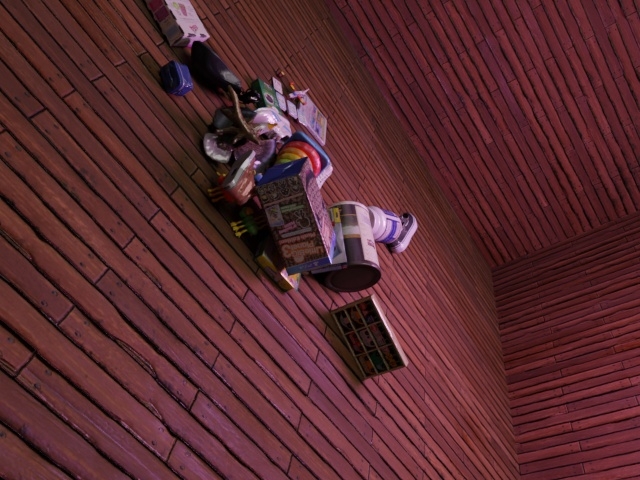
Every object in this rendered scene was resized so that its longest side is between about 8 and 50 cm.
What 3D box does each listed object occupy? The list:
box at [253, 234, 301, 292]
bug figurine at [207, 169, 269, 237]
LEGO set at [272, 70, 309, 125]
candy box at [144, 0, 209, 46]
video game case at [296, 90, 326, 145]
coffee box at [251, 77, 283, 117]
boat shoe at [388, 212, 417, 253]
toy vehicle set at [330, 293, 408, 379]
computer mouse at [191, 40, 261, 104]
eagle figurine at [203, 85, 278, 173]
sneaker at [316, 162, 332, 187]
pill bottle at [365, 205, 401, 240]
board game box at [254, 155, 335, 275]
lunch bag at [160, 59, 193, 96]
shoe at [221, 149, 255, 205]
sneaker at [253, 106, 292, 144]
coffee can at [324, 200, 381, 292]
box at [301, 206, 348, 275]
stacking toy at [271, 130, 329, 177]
[{"bbox_3d":[-0.128,0.080,1.634,0.179,0.043,0.105,48,29,-25],"label":"box"},{"bbox_3d":[-0.215,-0.120,1.621,0.279,0.072,0.216,-17,82,-64],"label":"bug figurine"},{"bbox_3d":[-0.120,-0.623,2.242,0.183,0.060,0.244,28,40,-41],"label":"LEGO set"},{"bbox_3d":[-0.481,-0.748,1.706,0.233,0.071,0.159,60,26,-6],"label":"candy box"},{"bbox_3d":[-0.039,-0.557,2.392,0.193,0.023,0.212,45,31,-32],"label":"video game case"},{"bbox_3d":[-0.203,-0.530,2.049,0.113,0.041,0.184,12,57,-58],"label":"coffee box"},{"bbox_3d":[0.403,-0.070,2.643,0.119,0.121,0.335,59,28,-20],"label":"boat shoe"},{"bbox_3d":[0.167,0.331,1.800,0.266,0.166,0.035,63,26,-1],"label":"toy vehicle set"},{"bbox_3d":[-0.331,-0.537,1.741,0.272,0.072,0.188,42,-9,-28],"label":"computer mouse"},{"bbox_3d":[-0.242,-0.339,1.692,0.298,0.225,0.226,-157,-99,-81],"label":"eagle figurine"},{"bbox_3d":[-0.010,-0.258,2.068,0.090,0.115,0.232,49,30,-27],"label":"sneaker"},{"bbox_3d":[0.241,-0.071,2.314,0.265,0.153,0.153,10,58,-59],"label":"pill bottle"},{"bbox_3d":[-0.068,-0.080,1.612,0.232,0.141,0.290,-79,151,-67],"label":"board game box"},{"bbox_3d":[-0.429,-0.477,1.559,0.065,0.067,0.098,-1,69,-61],"label":"lunch bag"},{"bbox_3d":[-0.219,-0.182,1.523,0.081,0.064,0.177,52,41,-30],"label":"shoe"},{"bbox_3d":[-0.179,-0.419,1.942,0.229,0.088,0.092,12,58,-56],"label":"sneaker"},{"bbox_3d":[0.100,0.024,1.918,0.202,0.202,0.275,34,38,-45],"label":"coffee can"},{"bbox_3d":[0.000,0.000,1.804,0.044,0.159,0.232,73,9,-56],"label":"box"},{"bbox_3d":[-0.114,-0.234,1.846,0.175,0.166,0.301,43,41,-7],"label":"stacking toy"}]
